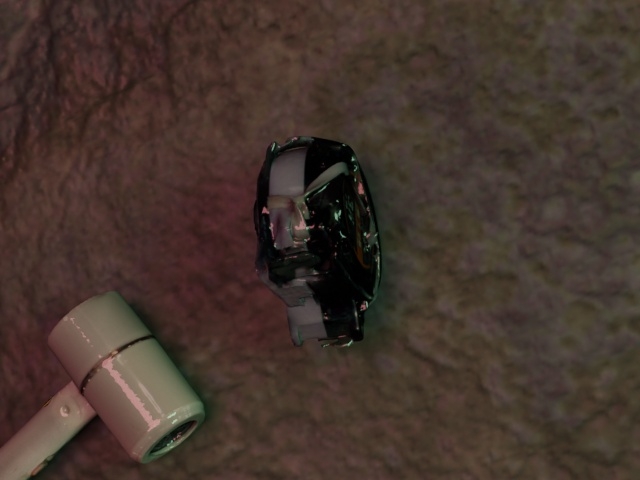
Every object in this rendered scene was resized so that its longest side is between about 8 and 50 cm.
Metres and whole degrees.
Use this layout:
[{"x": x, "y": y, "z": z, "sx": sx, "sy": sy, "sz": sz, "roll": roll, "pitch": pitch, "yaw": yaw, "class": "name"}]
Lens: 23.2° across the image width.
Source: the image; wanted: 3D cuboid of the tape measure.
[{"x": 0.000, "y": -0.001, "z": 0.762, "sx": 0.054, "sy": 0.091, "sz": 0.094, "roll": -10, "pitch": 48, "yaw": 14, "class": "tape measure"}]

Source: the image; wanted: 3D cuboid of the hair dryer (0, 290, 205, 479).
[{"x": -0.132, "y": 0.100, "z": 0.815, "sx": 0.137, "sy": 0.047, "sz": 0.082, "roll": -42, "pitch": 74, "yaw": 13, "class": "hair dryer"}]
